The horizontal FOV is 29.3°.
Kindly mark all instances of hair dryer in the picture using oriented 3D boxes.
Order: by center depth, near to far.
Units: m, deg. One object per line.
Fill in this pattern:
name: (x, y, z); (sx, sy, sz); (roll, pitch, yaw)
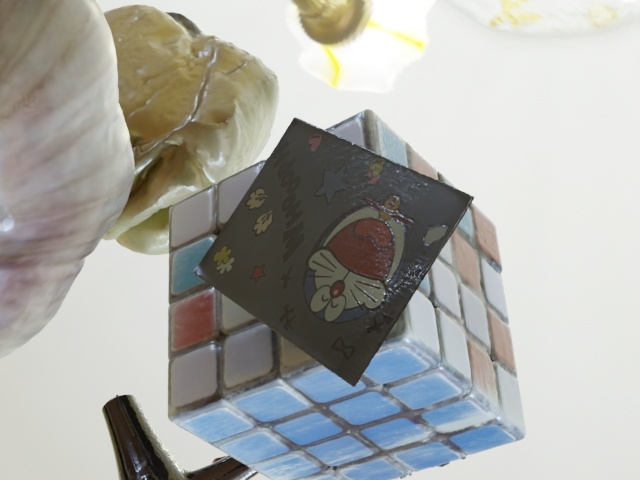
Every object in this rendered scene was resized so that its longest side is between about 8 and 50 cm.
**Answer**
hair dryer: (-0.124, 0.248, 1.488); (0.271, 0.091, 0.235); (-25, -123, -7)

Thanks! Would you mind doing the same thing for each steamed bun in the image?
steamed bun: (-0.217, -0.139, 1.554); (0.372, 0.325, 0.230); (26, -39, 32)

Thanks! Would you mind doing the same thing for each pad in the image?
pad: (0.000, 0.000, 0.983); (0.245, 0.006, 0.170); (30, -93, 50)

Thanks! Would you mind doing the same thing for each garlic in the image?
garlic: (-0.246, -0.053, 0.630); (0.241, 0.322, 0.322); (28, -80, 30)

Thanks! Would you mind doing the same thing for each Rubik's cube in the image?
Rubik's cube: (0.023, 0.073, 1.185); (0.259, 0.256, 0.253); (-24, -129, 24)
